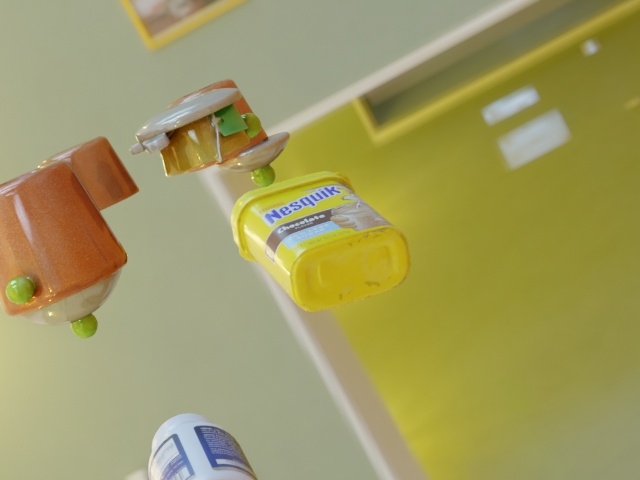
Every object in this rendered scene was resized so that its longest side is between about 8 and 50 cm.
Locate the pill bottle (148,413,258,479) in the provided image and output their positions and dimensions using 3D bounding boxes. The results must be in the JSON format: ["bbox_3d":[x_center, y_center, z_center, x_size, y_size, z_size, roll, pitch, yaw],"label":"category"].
[{"bbox_3d":[-0.111,0.228,1.687,0.094,0.094,0.169,59,177,-24],"label":"pill bottle"}]

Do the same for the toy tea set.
[{"bbox_3d":[-0.144,-0.021,1.353,0.200,0.336,0.124,-10,105,59],"label":"toy tea set"}]

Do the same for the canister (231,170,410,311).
[{"bbox_3d":[0.000,0.000,1.694,0.170,0.126,0.073,-137,34,-62],"label":"canister"}]
